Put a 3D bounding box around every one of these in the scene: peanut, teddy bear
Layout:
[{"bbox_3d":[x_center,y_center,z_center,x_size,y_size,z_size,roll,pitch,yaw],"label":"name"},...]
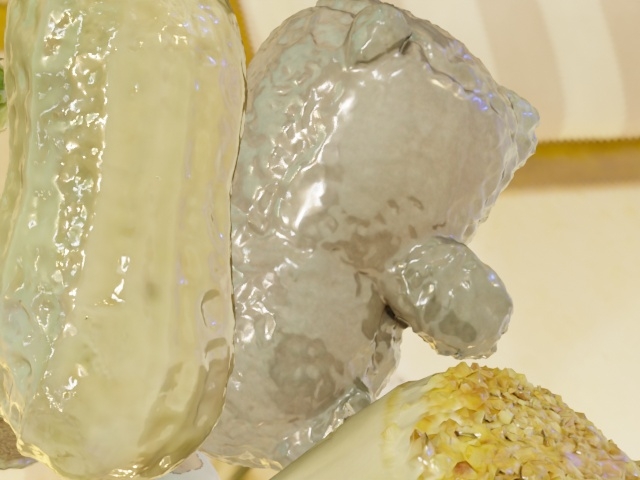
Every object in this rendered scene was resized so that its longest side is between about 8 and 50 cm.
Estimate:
[{"bbox_3d":[-0.073,-0.020,0.599,0.090,0.098,0.214,7,82,-19],"label":"peanut"},{"bbox_3d":[0.000,-0.001,0.929,0.151,0.236,0.267,23,90,-59],"label":"teddy bear"}]

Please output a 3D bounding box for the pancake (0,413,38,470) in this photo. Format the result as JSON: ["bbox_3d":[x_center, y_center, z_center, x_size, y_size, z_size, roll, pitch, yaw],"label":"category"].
[{"bbox_3d":[-0.278,0.158,1.392,0.115,0.115,0.011,1,116,-51],"label":"pancake"}]

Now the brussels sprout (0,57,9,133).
[{"bbox_3d":[-0.219,-0.079,1.038,0.083,0.051,0.046,-36,-171,38],"label":"brussels sprout"}]

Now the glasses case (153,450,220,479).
[{"bbox_3d":[-0.120,0.127,1.075,0.063,0.164,0.041,-28,138,-16],"label":"glasses case"}]

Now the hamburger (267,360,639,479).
[{"bbox_3d":[0.082,0.180,0.654,0.179,0.294,0.276,-30,107,8],"label":"hamburger"}]
